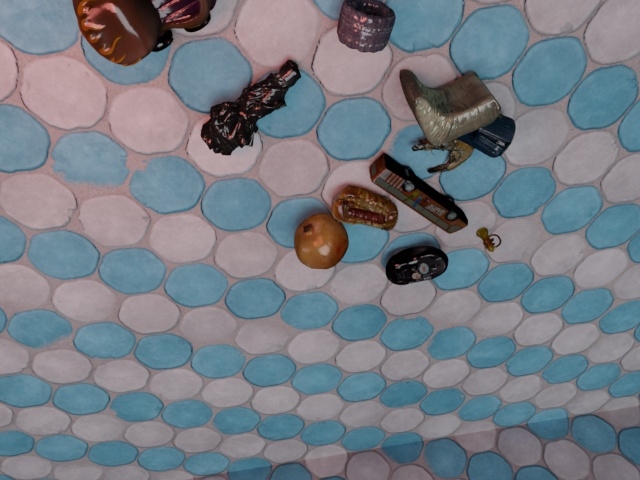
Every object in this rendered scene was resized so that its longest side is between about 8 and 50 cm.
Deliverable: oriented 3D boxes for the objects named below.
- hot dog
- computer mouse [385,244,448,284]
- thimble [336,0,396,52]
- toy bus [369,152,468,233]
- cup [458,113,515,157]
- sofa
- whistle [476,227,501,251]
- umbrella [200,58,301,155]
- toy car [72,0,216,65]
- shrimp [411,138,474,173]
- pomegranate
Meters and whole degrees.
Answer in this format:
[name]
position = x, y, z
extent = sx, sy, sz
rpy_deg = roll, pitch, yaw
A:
[hot dog]
position = 0.151, -0.104, 1.880
extent = 0.252, 0.069, 0.131
rpy_deg = 15, 97, -24
[computer mouse]
position = 0.350, 0.083, 2.072
extent = 0.233, 0.096, 0.137
rpy_deg = -12, 126, 6
[thimble]
position = 0.116, -0.560, 1.461
extent = 0.150, 0.150, 0.098
rpy_deg = 5, 134, -14
[toy bus]
position = 0.334, -0.150, 1.878
extent = 0.408, 0.093, 0.092
rpy_deg = 30, 127, -29
[cup]
position = 0.493, -0.327, 1.710
extent = 0.155, 0.177, 0.131
rpy_deg = 19, 126, -17
[sofa]
position = 0.362, -0.410, 1.594
extent = 0.225, 0.210, 0.176
rpy_deg = -21, 128, 12
[whistle]
position = 0.614, 0.001, 2.042
extent = 0.057, 0.109, 0.046
rpy_deg = -10, 130, -9
[umbrella]
position = -0.183, -0.360, 1.592
extent = 0.336, 0.128, 0.154
rpy_deg = -28, 127, 9
[toy car]
position = -0.407, -0.557, 1.308
extent = 0.340, 0.240, 0.271
rpy_deg = -22, 132, 12
[shrimp]
position = 0.388, -0.276, 1.812
extent = 0.217, 0.051, 0.150
rpy_deg = -3, 137, -13
[pomegranate]
position = -0.001, 0.001, 1.888
extent = 0.191, 0.191, 0.191
rpy_deg = -5, 130, -6
